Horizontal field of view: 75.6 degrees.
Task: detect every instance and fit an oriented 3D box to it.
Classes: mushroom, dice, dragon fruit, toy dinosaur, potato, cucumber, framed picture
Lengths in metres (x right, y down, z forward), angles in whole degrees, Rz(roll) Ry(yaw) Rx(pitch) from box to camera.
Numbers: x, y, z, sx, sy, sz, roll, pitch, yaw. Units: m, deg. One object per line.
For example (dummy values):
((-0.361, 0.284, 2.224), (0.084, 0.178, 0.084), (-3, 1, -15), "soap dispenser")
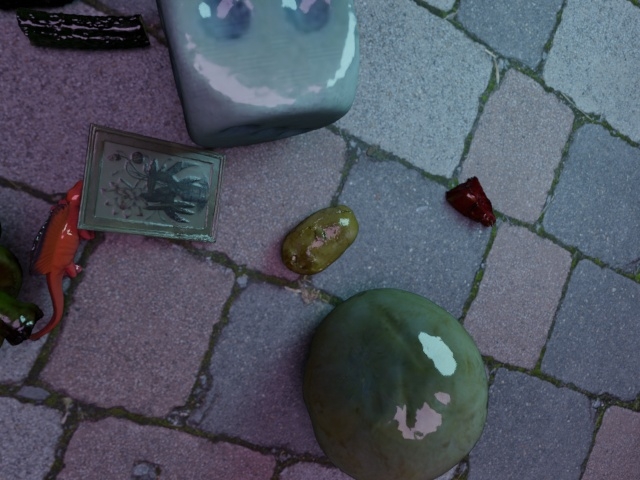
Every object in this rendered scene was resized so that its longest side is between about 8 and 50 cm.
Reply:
((0.134, 0.263, 0.770), (0.352, 0.260, 0.352), (-6, 59, 10), "mushroom")
((-0.107, -0.304, 0.659), (0.263, 0.268, 0.264), (-14, 98, -17), "dice")
((0.358, -0.077, 0.930), (0.097, 0.063, 0.131), (-36, 103, -13), "dragon fruit")
((-0.421, 0.039, 0.644), (0.070, 0.139, 0.286), (18, 88, -17), "toy dinosaur")
((0.000, 0.000, 0.812), (0.170, 0.080, 0.107), (-33, 114, -15), "potato")
((-0.383, -0.346, 0.681), (0.187, 0.058, 0.058), (-7, 95, -19), "cucumber")
((-0.280, -0.089, 0.713), (0.231, 0.010, 0.173), (6, 91, -37), "framed picture")

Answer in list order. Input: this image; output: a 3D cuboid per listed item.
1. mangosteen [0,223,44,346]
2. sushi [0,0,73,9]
((-0.567, 0.062, 0.507), (0.330, 0.330, 0.330), (-1, 93, -18), "mangosteen")
((-0.436, -0.437, 0.620), (0.225, 0.127, 0.124), (-21, 99, -18), "sushi")
